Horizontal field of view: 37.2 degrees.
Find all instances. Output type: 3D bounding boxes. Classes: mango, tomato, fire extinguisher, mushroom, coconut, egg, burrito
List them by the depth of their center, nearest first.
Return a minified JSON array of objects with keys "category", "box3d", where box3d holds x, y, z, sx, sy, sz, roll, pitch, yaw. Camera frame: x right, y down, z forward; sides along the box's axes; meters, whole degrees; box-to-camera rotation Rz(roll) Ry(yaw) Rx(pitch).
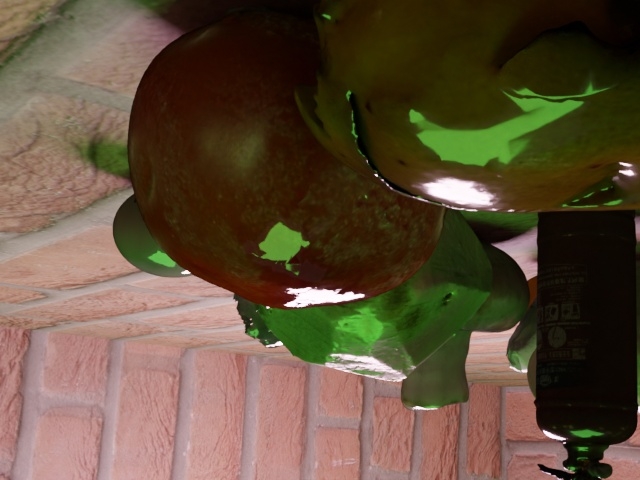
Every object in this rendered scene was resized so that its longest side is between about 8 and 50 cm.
[{"category":"mango","box3d":[0.132,-0.088,0.500,0.287,0.152,0.201,7,153,-16]},{"category":"tomato","box3d":[-0.023,-0.048,0.652,0.232,0.188,0.232,5,166,1]},{"category":"coconut","box3d":[0.052,0.027,0.932,0.236,0.235,0.204,2,180,7]},{"category":"fire extinguisher","box3d":[0.267,0.124,0.992,0.102,0.343,0.138,8,167,-17]},{"category":"egg","box3d":[-0.163,-0.010,1.056,0.135,0.103,0.103,7,167,-29]},{"category":"burrito","box3d":[0.303,0.082,1.217,0.064,0.203,0.064,31,-175,-3]},{"category":"mushroom","box3d":[0.145,0.105,1.219,0.244,0.243,0.243,3,168,1]}]

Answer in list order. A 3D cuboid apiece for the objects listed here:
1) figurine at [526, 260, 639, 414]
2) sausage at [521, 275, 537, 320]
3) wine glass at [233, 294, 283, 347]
[{"category":"figurine","box3d":[0.419,0.133,1.147,0.333,0.204,0.185,8,-161,-29]},{"category":"sausage","box3d":[0.450,0.086,1.298,0.354,0.115,0.134,-8,-177,22]},{"category":"wine glass","box3d":[0.003,0.050,1.112,0.204,0.111,0.111,-27,156,21]}]
